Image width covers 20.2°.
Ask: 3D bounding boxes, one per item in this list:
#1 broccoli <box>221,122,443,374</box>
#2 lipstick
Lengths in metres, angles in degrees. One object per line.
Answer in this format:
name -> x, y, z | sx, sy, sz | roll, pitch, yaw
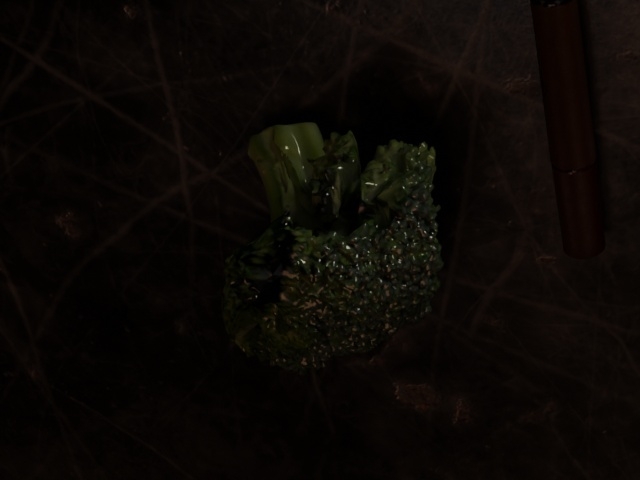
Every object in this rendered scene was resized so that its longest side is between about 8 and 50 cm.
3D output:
broccoli -> 0.013, 0.014, 2.190 | 0.277, 0.338, 0.318 | -11, 102, -6
lipstick -> 0.292, -0.137, 2.110 | 0.057, 0.057, 0.357 | 0, 126, 20
